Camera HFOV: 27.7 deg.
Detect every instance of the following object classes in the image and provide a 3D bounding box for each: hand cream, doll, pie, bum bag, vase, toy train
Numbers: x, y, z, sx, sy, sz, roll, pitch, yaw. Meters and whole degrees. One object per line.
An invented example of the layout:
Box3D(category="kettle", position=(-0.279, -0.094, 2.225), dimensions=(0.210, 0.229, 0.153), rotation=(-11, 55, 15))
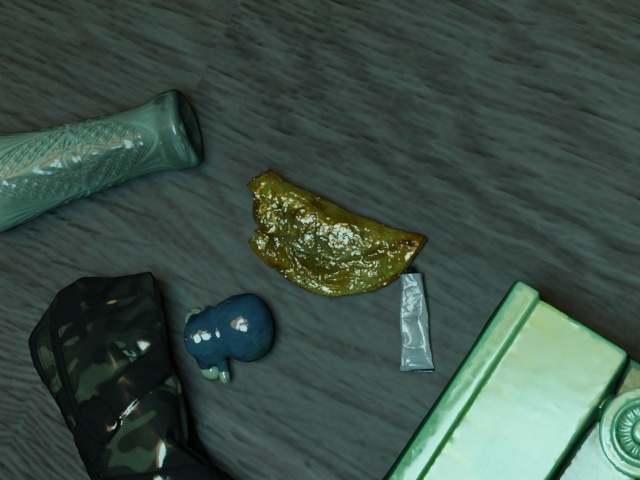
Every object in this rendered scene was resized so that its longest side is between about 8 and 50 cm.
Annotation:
Box3D(category="hand cream", position=(0.083, 0.068, 1.133), dimensions=(0.030, 0.019, 0.093), rotation=(-4, 85, 13))
Box3D(category="doll", position=(-0.081, 0.086, 1.157), dimensions=(0.083, 0.050, 0.076), rotation=(-19, 79, 9))
Box3D(category="pie", position=(0.000, 0.000, 1.160), dimensions=(0.170, 0.034, 0.092), rotation=(27, 85, 13))
Box3D(category="bum bag", position=(-0.154, 0.183, 1.135), dimensions=(0.144, 0.095, 0.340), rotation=(-32, 70, 23))
Box3D(category="vase", position=(-0.222, -0.077, 1.209), dimensions=(0.219, 0.096, 0.096), rotation=(-15, 75, 10))
Box3D(category="toy train", position=(0.167, 0.187, 1.029), dimensions=(0.202, 0.120, 0.301), rotation=(33, 89, 21))
